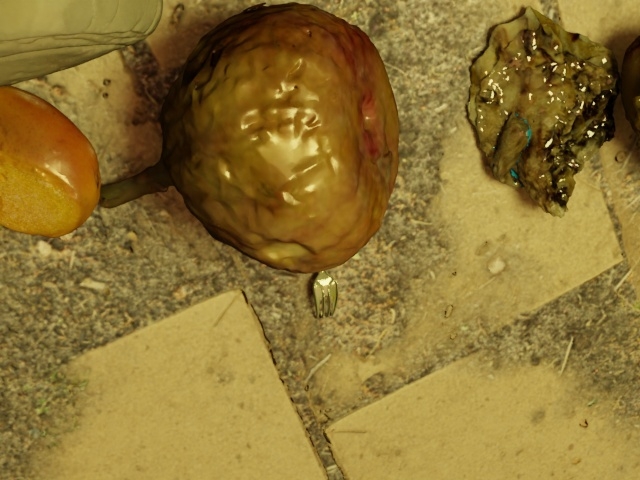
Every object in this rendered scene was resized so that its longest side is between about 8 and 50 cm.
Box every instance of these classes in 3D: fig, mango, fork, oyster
[{"bbox_3d":[-0.106,-0.098,0.877,0.368,0.286,0.286,-9,110,17],"label":"fig"},{"bbox_3d":[-0.341,-0.097,0.881,0.217,0.102,0.141,31,121,-13],"label":"mango"},{"bbox_3d":[0.001,0.002,1.024,0.034,0.028,0.220,-7,108,-7],"label":"fork"},{"bbox_3d":[0.283,-0.167,1.015,0.222,0.083,0.214,33,94,-13],"label":"oyster"}]

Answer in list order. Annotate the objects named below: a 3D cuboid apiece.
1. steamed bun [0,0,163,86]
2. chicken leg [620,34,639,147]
[{"bbox_3d":[-0.337,-0.266,0.743,0.383,0.236,0.247,-9,101,-15],"label":"steamed bun"},{"bbox_3d":[0.496,-0.137,1.040,0.361,0.140,0.212,45,65,-30],"label":"chicken leg"}]
